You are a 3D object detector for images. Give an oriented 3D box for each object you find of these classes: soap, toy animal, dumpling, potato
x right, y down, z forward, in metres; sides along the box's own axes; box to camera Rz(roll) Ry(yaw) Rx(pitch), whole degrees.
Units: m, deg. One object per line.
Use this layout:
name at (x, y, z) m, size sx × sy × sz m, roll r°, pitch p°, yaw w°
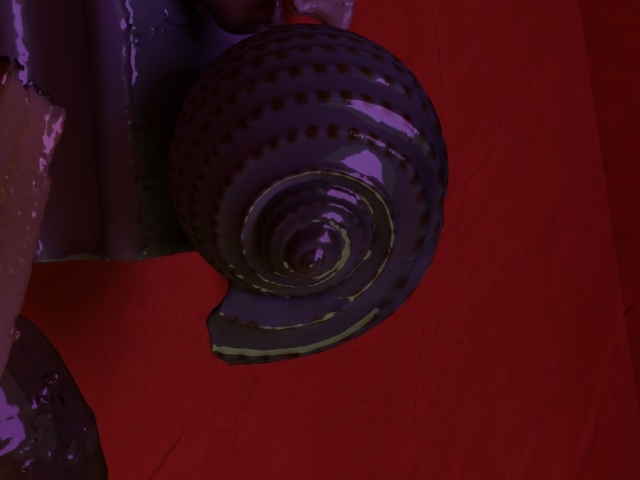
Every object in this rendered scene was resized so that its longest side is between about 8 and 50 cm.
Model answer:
soap at (-0.173, -0.210, 1.405) m, size 0.261 × 0.156 × 0.446 m, roll -10°, pitch 96°, yaw -66°
toy animal at (-0.073, -0.234, 1.340) m, size 0.083 × 0.089 × 0.150 m, roll -51°, pitch 124°, yaw -53°
dumpling at (0.000, -0.342, 1.882) m, size 0.136 × 0.118 × 0.199 m, roll 9°, pitch 77°, yaw -34°
potato at (-0.241, 0.180, 1.223) m, size 0.191 × 0.141 × 0.296 m, roll -62°, pitch 144°, yaw -46°

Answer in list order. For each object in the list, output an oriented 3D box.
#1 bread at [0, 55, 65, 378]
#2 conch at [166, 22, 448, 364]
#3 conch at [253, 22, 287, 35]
bread at (-0.295, 0.003, 0.994) m, size 0.111 × 0.239 × 0.246 m, roll 58°, pitch 35°, yaw -56°
conch at (0.005, -0.045, 1.352) m, size 0.319 × 0.215 × 0.303 m, roll -60°, pitch 153°, yaw -53°
conch at (-0.076, -0.139, 1.626) m, size 0.149 × 0.183 × 0.275 m, roll -32°, pitch 120°, yaw -26°
